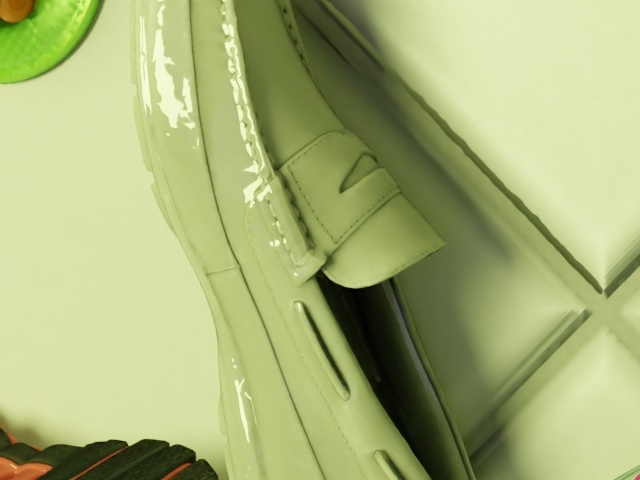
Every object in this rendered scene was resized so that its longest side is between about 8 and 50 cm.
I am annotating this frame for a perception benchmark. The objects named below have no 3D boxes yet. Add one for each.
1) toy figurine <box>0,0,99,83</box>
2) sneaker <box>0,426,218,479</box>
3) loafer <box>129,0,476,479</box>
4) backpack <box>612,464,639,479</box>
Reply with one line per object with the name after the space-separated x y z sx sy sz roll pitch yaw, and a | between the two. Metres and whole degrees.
-0.194 -0.153 0.891 0.130 0.159 0.173 3 98 26 | toy figurine
-0.128 0.167 0.922 0.314 0.116 0.136 10 120 48 | sneaker
0.000 0.000 0.851 0.111 0.112 0.319 -11 101 23 | loafer
0.164 0.161 0.770 0.188 0.144 0.166 -24 92 31 | backpack
